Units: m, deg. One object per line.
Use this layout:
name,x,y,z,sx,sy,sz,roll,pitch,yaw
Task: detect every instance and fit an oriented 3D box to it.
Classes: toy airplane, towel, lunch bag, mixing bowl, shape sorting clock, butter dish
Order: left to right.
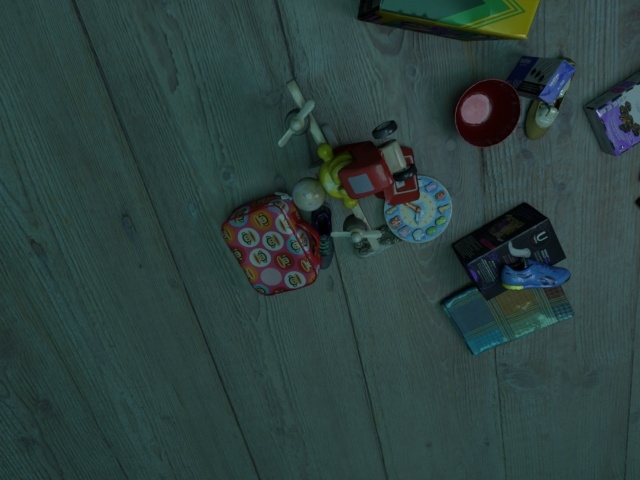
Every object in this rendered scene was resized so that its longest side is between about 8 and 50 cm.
lunch bag,-0.125,0.012,1.379,0.258,0.120,0.293,-17,113,21
toy airplane,0.035,-0.177,1.202,0.272,0.386,0.384,-35,157,-11
butter dish,0.197,-0.181,1.345,0.160,0.118,0.160,-15,96,-41
shape sorting clock,0.296,-0.094,1.407,0.206,0.040,0.206,1,100,6
mixing bowl,0.450,-0.359,1.289,0.181,0.098,0.181,-1,114,-2
towel,0.626,0.231,1.556,0.370,0.040,0.271,-28,112,19

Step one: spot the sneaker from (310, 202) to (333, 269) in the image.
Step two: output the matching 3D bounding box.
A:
sneaker,0.000,0.000,1.421,0.083,0.098,0.223,-4,113,-1

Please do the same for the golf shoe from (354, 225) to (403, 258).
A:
golf shoe,0.189,0.008,1.465,0.176,0.069,0.086,-18,154,-9

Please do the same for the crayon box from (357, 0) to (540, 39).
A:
crayon box,0.265,-0.536,1.058,0.313,0.363,0.106,7,112,-6

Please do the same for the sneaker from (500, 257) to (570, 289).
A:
sneaker,0.633,0.091,1.354,0.209,0.069,0.082,-5,112,-3

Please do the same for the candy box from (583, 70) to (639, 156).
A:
candy box,0.888,-0.367,1.322,0.196,0.070,0.165,-34,111,12

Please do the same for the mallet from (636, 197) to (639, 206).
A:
mallet,1.068,-0.172,1.439,0.062,0.039,0.189,29,104,-12

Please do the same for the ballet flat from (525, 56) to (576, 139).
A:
ballet flat,0.644,-0.392,1.298,0.080,0.073,0.232,9,113,-6

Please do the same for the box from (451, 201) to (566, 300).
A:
box,0.579,0.034,1.440,0.270,0.143,0.165,-31,113,10

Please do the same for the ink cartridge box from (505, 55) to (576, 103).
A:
ink cartridge box,0.562,-0.422,1.207,0.046,0.207,0.097,26,109,-15
